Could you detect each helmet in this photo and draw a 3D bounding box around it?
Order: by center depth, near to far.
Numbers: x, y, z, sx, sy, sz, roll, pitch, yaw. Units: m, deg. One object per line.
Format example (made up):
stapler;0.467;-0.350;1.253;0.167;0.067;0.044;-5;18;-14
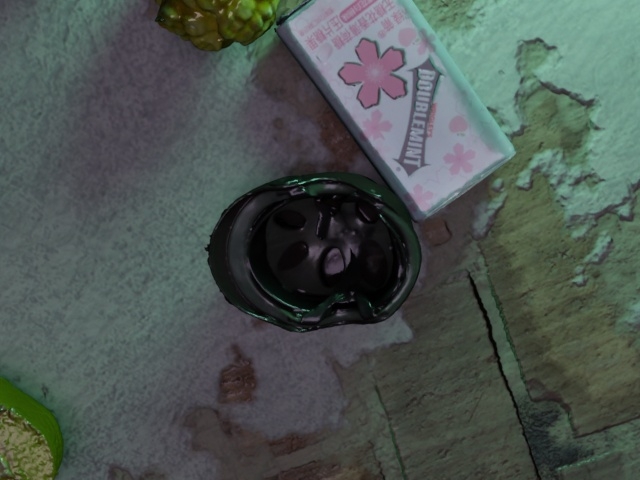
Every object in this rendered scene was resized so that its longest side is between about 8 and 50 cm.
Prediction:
helmet;0.000;0.000;1.114;0.305;0.177;0.225;4;111;10

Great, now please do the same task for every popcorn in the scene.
popcorn;-0.143;-0.371;1.033;0.189;0.169;0.218;-45;63;32

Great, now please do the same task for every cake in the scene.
cake;-0.535;0.315;1.180;0.260;0.156;0.179;44;81;-13

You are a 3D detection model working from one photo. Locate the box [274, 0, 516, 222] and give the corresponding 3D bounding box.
box;0.107;-0.226;1.106;0.190;0.112;0.369;-37;99;5
